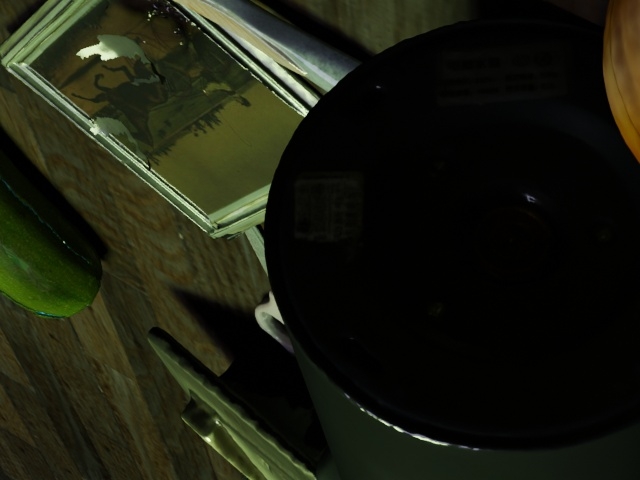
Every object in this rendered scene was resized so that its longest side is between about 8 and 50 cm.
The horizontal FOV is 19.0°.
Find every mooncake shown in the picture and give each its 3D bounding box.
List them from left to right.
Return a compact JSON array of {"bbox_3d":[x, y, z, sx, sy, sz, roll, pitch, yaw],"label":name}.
[{"bbox_3d":[-0.005,0.010,1.126,0.150,0.057,0.347,-4,140,37],"label":"mooncake"}]

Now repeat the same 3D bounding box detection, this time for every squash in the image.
[{"bbox_3d":[-0.269,-0.051,1.409,0.087,0.087,0.331,14,149,45],"label":"squash"}]

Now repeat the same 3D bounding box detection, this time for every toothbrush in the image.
[{"bbox_3d":[-0.045,-0.119,0.987,0.375,0.037,0.028,31,162,4],"label":"toothbrush"}]

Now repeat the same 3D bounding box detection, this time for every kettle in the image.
[{"bbox_3d":[0.119,0.049,0.921,0.203,0.262,0.308,60,172,28],"label":"kettle"}]

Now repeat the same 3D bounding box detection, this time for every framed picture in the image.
[{"bbox_3d":[-0.087,-0.081,1.143,0.197,0.014,0.252,40,157,-13],"label":"framed picture"}]

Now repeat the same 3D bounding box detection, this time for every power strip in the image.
[{"bbox_3d":[0.006,0.172,1.454,0.251,0.092,0.257,26,161,47],"label":"power strip"}]

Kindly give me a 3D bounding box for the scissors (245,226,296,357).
[{"bbox_3d":[-0.025,0.032,1.309,0.100,0.015,0.189,20,152,33],"label":"scissors"}]

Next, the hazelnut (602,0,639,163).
[{"bbox_3d":[0.164,-0.077,0.634,0.150,0.150,0.150,31,159,13],"label":"hazelnut"}]

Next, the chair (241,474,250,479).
[{"bbox_3d":[-0.027,0.313,1.720,0.147,0.136,0.270,46,-178,22],"label":"chair"}]
